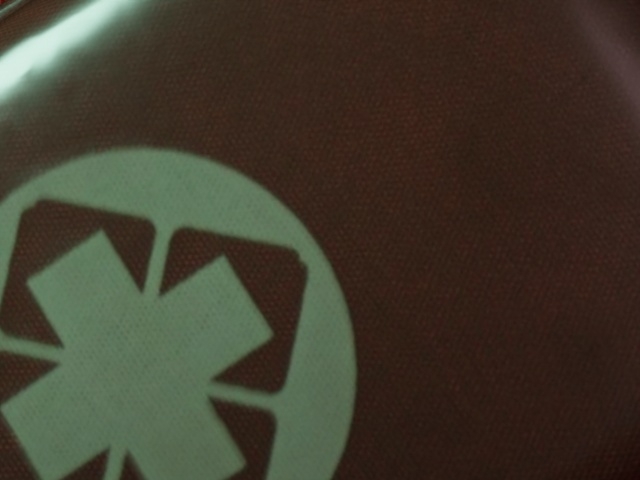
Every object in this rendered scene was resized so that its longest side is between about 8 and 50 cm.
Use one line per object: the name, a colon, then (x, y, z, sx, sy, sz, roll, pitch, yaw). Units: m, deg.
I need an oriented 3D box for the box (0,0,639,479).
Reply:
box: (-0.044, 0.040, 0.616, 0.404, 0.108, 0.263, -34, 80, 5)
